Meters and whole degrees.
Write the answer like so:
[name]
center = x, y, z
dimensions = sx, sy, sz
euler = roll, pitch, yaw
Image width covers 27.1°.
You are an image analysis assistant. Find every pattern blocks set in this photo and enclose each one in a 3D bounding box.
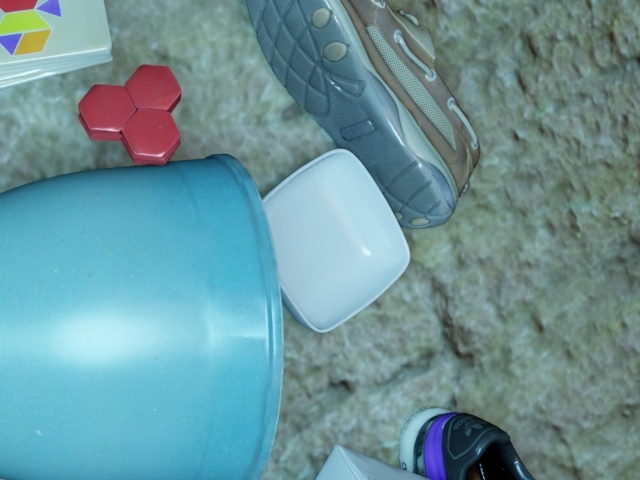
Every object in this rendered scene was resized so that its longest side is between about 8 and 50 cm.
[pattern blocks set]
center = -0.243, -0.199, 1.036
dimensions = 0.285, 0.026, 0.325
euler = -2, 67, -7

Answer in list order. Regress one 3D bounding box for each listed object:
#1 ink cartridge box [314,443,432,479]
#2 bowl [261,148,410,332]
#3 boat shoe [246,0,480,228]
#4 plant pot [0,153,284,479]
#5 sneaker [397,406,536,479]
[ink cartridge box]
center = 0.038, 0.307, 1.154
dimensions = 0.160, 0.092, 0.219
euler = 25, 101, -26
[bowl]
center = 0.000, 0.000, 1.236
dimensions = 0.142, 0.053, 0.142
euler = -37, 104, -27
[boat shoe]
center = 0.044, -0.165, 1.250
dimensions = 0.116, 0.123, 0.324
euler = -45, 114, -33
[plant pot]
center = -0.193, 0.070, 1.009
dimensions = 0.255, 0.271, 0.272
euler = -1, 86, -21
[sneaker]
center = 0.172, 0.300, 1.252
dimensions = 0.102, 0.146, 0.293
euler = -24, 96, -31
